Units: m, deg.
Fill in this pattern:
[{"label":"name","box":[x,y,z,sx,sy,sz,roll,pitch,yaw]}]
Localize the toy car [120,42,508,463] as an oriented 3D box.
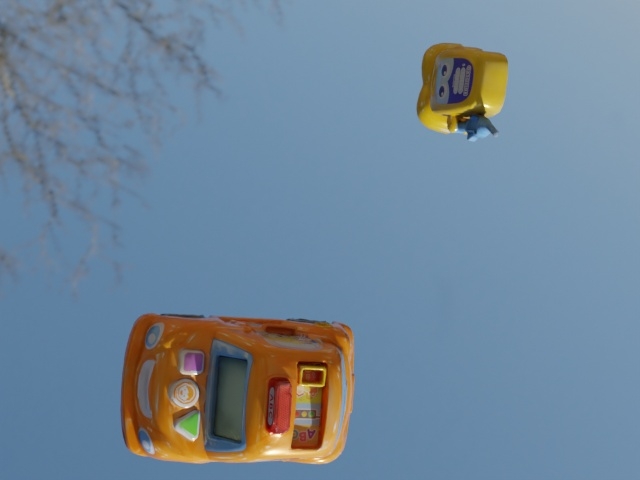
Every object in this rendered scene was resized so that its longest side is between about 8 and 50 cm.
[{"label":"toy car","box":[0.000,0.000,0.346,0.060,0.122,0.040,23,175,-22]}]
